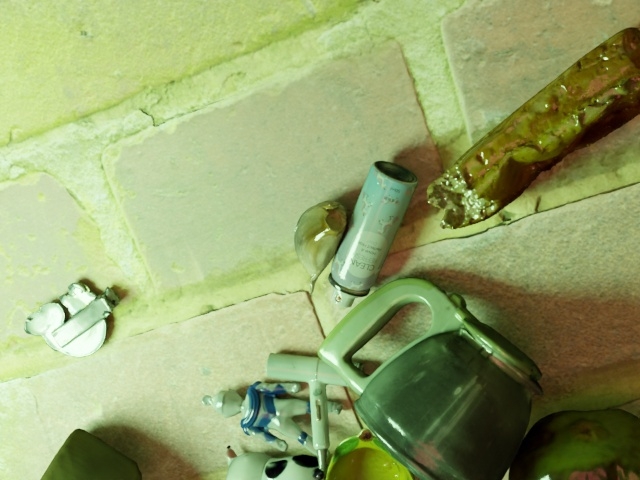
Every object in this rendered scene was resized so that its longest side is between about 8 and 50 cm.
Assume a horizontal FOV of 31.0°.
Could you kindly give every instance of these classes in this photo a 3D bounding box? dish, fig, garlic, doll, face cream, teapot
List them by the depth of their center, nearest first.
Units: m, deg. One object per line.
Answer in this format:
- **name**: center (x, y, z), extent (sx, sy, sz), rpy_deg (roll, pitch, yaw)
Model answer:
- **fig**: center (0.405, 0.381, 1.710), extent (0.240, 0.239, 0.271), rpy_deg (-7, 125, 16)
- **teapot**: center (0.186, 0.217, 1.727), extent (0.239, 0.321, 0.239), rpy_deg (37, 93, -38)
- **face cream**: center (0.072, -0.004, 1.733), extent (0.075, 0.075, 0.229), rpy_deg (23, 113, 5)
- **garlic**: center (-0.007, -0.003, 1.750), extent (0.066, 0.084, 0.152), rpy_deg (19, 128, -13)
- **dish**: center (0.086, 0.378, 1.863), extent (0.149, 0.080, 0.207), rpy_deg (2, 111, 13)
- **doll**: center (-0.083, 0.278, 1.882), extent (0.227, 0.057, 0.114), rpy_deg (15, 91, 7)
- **doll**: center (-0.071, 0.401, 1.894), extent (0.181, 0.110, 0.106), rpy_deg (-2, 130, 19)

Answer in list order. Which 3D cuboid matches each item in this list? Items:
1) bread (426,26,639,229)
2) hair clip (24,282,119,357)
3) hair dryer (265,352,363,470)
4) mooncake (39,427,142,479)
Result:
- **bread**: center (0.301, -0.139, 1.571), extent (0.380, 0.185, 0.109), rpy_deg (-38, 90, 23)
- **hair clip**: center (-0.404, 0.137, 1.914), extent (0.172, 0.049, 0.116), rpy_deg (-34, 94, 24)
- **hair dryer**: center (-0.019, 0.275, 1.827), extent (0.155, 0.044, 0.183), rpy_deg (6, 76, 12)
- **mooncake**: center (-0.415, 0.467, 1.910), extent (0.156, 0.284, 0.284), rpy_deg (31, 113, -5)
